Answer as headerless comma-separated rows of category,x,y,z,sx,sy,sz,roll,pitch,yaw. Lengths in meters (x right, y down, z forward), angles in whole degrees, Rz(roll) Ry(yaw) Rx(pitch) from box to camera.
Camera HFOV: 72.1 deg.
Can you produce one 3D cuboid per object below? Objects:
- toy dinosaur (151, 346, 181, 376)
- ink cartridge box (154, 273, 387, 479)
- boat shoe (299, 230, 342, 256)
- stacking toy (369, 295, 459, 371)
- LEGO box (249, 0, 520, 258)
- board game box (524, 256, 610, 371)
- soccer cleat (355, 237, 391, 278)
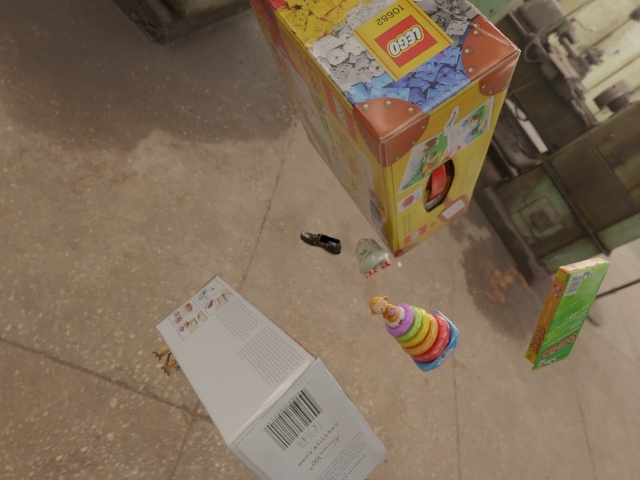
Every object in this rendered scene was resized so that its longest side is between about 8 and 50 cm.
toy dinosaur,-0.312,0.239,0.992,0.064,0.211,0.112,47,43,6
ink cartridge box,-0.069,0.225,0.630,0.130,0.309,0.272,-41,122,-17
boat shoe,0.001,-0.001,1.186,0.132,0.042,0.049,23,37,29
stacking toy,0.261,0.252,1.340,0.301,0.175,0.166,36,8,-27
LEGO box,0.094,-0.224,0.764,0.373,0.193,0.500,56,0,21
board game box,0.521,0.163,0.940,0.124,0.260,0.039,-9,29,-24
soccer cleat,0.099,0.030,0.892,0.076,0.068,0.196,60,4,6
